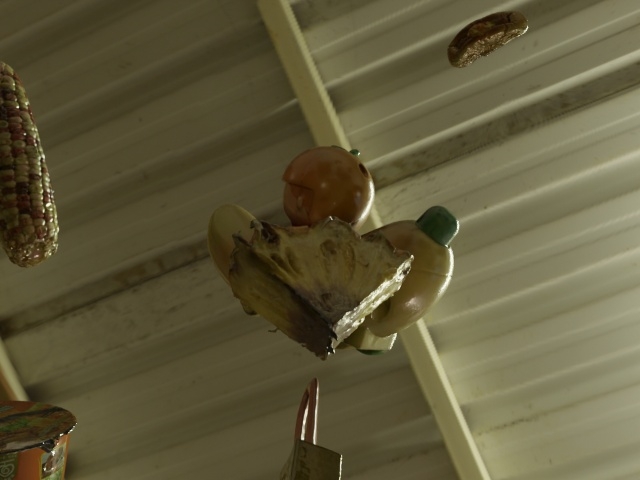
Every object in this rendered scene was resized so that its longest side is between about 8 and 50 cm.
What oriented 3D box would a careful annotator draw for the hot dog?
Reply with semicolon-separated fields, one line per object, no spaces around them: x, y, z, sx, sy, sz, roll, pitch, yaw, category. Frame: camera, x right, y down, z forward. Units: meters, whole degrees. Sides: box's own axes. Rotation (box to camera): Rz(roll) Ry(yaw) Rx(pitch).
0.172;-0.217;0.852;0.090;0.034;0.030;-27;-125;20;hot dog

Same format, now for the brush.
-0.014;0.207;0.724;0.047;0.233;0.103;17;-63;-4;brush

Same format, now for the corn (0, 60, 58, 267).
-0.367;-0.093;0.951;0.086;0.086;0.253;-22;-102;16;corn

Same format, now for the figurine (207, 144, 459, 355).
0.000;0.000;0.908;0.325;0.124;0.222;18;-85;38;figurine

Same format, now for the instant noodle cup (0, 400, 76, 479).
-0.453;0.335;1.097;0.230;0.230;0.182;4;-86;12;instant noodle cup

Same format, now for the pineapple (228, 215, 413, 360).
0.004;0.031;0.582;0.137;0.116;0.069;-2;-42;-9;pineapple
